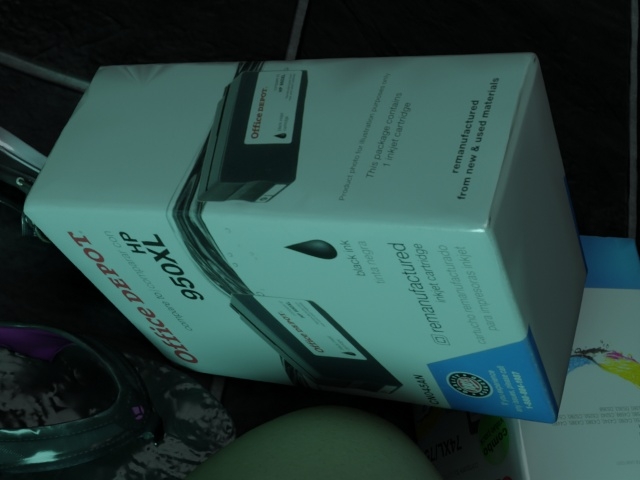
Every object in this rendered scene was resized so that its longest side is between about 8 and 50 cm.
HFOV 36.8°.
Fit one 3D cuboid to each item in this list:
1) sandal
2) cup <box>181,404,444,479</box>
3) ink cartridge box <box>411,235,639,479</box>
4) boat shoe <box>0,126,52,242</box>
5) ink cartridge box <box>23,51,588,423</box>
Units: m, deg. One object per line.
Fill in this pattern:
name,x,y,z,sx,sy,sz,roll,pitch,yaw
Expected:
sandal,-0.280,0.134,0.848,0.445,0.107,0.168,22,61,-13
cup,-0.002,0.277,0.809,0.331,0.331,0.237,32,32,-7
ink cartridge box,0.221,0.154,0.998,0.197,0.198,0.270,3,66,-23
boat shoe,-0.276,-0.037,0.947,0.228,0.080,0.076,34,65,-4
ink cartridge box,0.000,0.000,0.820,0.394,0.285,0.166,4,56,27
